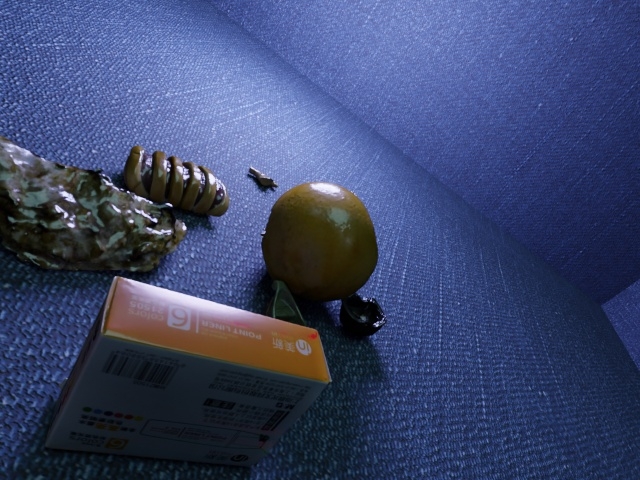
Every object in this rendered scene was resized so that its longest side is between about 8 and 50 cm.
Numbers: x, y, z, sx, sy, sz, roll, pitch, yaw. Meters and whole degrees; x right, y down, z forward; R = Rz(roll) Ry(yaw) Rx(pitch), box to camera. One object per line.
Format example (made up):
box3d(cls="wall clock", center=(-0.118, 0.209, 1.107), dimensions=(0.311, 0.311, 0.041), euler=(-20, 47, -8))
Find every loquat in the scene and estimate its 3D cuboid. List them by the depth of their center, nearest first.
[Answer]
box3d(cls="loquat", center=(0.000, 0.000, 0.901), dimensions=(0.263, 0.263, 0.263), euler=(28, 31, -18))

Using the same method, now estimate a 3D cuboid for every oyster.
box3d(cls="oyster", center=(-0.402, -0.052, 0.676), dimensions=(0.396, 0.111, 0.204), euler=(25, 36, -35))

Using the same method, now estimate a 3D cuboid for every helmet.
box3d(cls="helmet", center=(0.086, 0.174, 0.942), dimensions=(0.123, 0.070, 0.098), euler=(12, 32, -27))

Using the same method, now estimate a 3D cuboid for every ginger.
box3d(cls="ginger", center=(-0.164, -0.175, 1.193), dimensions=(0.097, 0.030, 0.048), euler=(33, 2, -15))

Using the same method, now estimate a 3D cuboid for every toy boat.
box3d(cls="toy boat", center=(-0.060, 0.166, 0.790), dimensions=(0.089, 0.071, 0.185), euler=(4, 45, -44))

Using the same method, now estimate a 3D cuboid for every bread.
box3d(cls="bread", center=(-0.310, -0.131, 0.916), dimensions=(0.225, 0.081, 0.134), euler=(13, 37, -36))

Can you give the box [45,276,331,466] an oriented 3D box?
box3d(cls="box", center=(-0.156, 0.180, 0.516), dimensions=(0.273, 0.221, 0.091), euler=(24, 29, -28))
